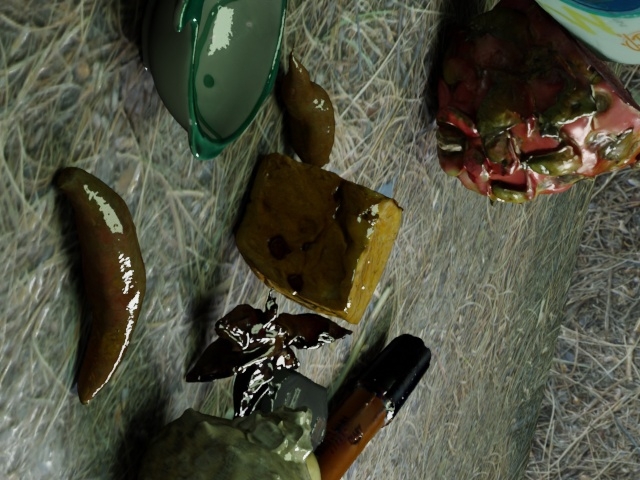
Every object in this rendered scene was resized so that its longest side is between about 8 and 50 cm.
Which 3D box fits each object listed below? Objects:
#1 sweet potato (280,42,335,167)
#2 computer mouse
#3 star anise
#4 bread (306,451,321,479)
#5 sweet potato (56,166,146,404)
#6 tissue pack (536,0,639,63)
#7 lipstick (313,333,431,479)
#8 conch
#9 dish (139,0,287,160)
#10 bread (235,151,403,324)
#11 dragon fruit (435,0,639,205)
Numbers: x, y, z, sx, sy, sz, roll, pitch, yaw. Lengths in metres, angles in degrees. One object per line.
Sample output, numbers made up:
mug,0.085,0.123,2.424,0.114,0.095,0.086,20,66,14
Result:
sweet potato,-0.015,-0.143,1.865,0.056,0.056,0.195,-63,155,-28
computer mouse,-0.044,0.198,2.070,0.099,0.057,0.172,-65,149,-18
star anise,-0.068,0.122,1.846,0.157,0.053,0.212,-49,147,10
bread,-0.078,0.308,1.980,0.213,0.104,0.213,-49,152,-37
sweet potato,-0.184,0.034,1.517,0.078,0.058,0.255,-36,144,-36
tissue pack,0.345,-0.371,2.095,0.388,0.287,0.162,36,72,-34
lipstick,0.043,0.244,2.324,0.418,0.077,0.077,-44,146,-55
conch,-0.113,0.260,1.773,0.291,0.159,0.210,-37,159,16
dish,-0.104,-0.188,1.515,0.246,0.078,0.224,45,63,-70
bread,0.000,0.000,1.879,0.143,0.149,0.158,-67,161,-7
dragon fruit,0.275,-0.174,2.392,0.263,0.314,0.296,-43,148,15
